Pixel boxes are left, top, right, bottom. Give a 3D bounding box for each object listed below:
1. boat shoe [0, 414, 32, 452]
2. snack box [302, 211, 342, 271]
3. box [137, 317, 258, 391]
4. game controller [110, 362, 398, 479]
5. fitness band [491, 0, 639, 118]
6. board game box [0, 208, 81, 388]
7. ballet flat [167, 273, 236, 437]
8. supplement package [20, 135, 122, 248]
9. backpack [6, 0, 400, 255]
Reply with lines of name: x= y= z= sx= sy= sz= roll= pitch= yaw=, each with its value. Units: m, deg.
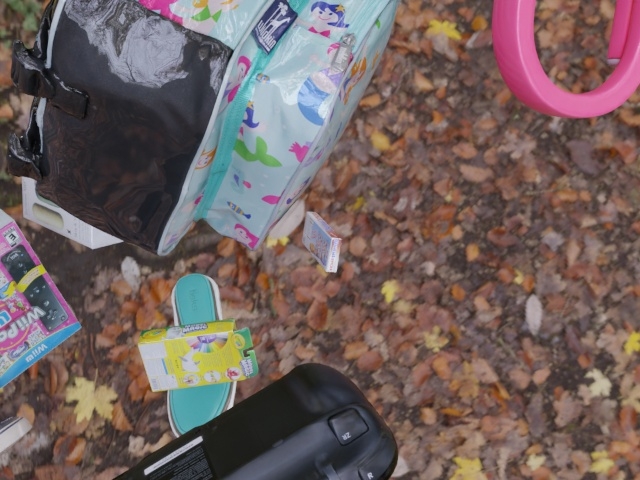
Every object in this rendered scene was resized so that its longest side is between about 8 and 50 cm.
boat shoe: x=-0.667 y=0.356 z=1.505 sx=0.127 sy=0.340 sz=0.158 roll=-41 pitch=90 yaw=6
snack box: x=0.000 y=0.000 z=1.524 sx=0.022 sy=0.178 sz=0.064 roll=6 pitch=106 yaw=-18
box: x=-0.196 y=0.185 z=1.333 sx=0.179 sy=0.105 sz=0.043 roll=-6 pitch=31 yaw=3
game controller: x=-0.097 y=0.208 z=0.636 sx=0.319 sy=0.166 sz=0.067 roll=-29 pitch=108 yaw=-9
fitness band: x=0.284 y=-0.280 z=0.895 sx=0.209 sy=0.054 sz=0.290 roll=2 pitch=98 yaw=-27
board game box: x=-0.657 y=0.123 z=1.663 sx=0.224 sy=0.303 sz=0.098 roll=-40 pitch=44 yaw=-25
ballet flat: x=-0.238 y=0.251 z=1.673 sx=0.139 sy=0.139 sz=0.400 roll=4 pitch=48 yaw=-17
supplement package: x=-0.518 y=-0.126 z=1.856 sx=0.263 sy=0.199 sz=0.198 roll=20 pitch=24 yaw=35
backpack: x=-0.059 y=-0.133 z=0.529 sx=0.191 sy=0.225 sz=0.253 roll=23 pitch=58 yaw=-8
